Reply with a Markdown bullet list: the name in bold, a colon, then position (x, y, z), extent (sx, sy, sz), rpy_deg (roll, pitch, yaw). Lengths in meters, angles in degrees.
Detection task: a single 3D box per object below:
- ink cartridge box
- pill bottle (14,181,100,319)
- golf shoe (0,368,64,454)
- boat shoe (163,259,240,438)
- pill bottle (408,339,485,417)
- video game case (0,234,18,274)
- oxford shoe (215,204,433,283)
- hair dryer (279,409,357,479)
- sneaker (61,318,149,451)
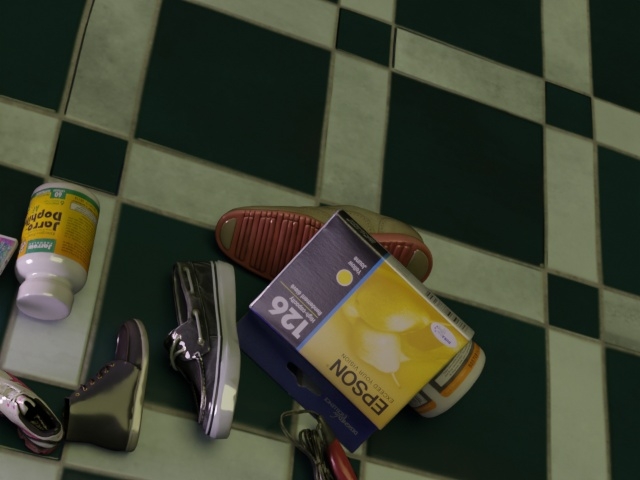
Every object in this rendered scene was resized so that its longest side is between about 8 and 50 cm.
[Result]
- **ink cartridge box**: position (0.040, 0.158, 2.048), extent (0.303, 0.307, 0.072), rpy_deg (43, 14, 3)
- **pill bottle**: position (-0.430, 0.019, 2.005), extent (0.118, 0.117, 0.208), rpy_deg (16, 56, -17)
- **golf shoe**: position (-0.462, 0.242, 1.878), extent (0.186, 0.086, 0.067), rpy_deg (39, 54, 1)
- **boat shoe**: position (-0.201, 0.178, 2.040), extent (0.119, 0.121, 0.335), rpy_deg (5, 49, -15)
- **pill bottle**: position (0.139, 0.164, 2.152), extent (0.278, 0.162, 0.162), rpy_deg (44, 52, -7)
- **video game case**: position (-0.579, 0.035, 1.951), extent (0.157, 0.019, 0.143), rpy_deg (15, 53, 9)
- **oxford shoe**: position (0.000, 0.000, 2.247), extent (0.397, 0.140, 0.146), rpy_deg (12, 27, -15)
- **hair dryer**: position (0.055, 0.407, 2.023), extent (0.294, 0.080, 0.223), rpy_deg (23, 63, -15)
- **sneaker**: position (-0.340, 0.218, 1.953), extent (0.118, 0.083, 0.222), rpy_deg (11, 58, -20)
